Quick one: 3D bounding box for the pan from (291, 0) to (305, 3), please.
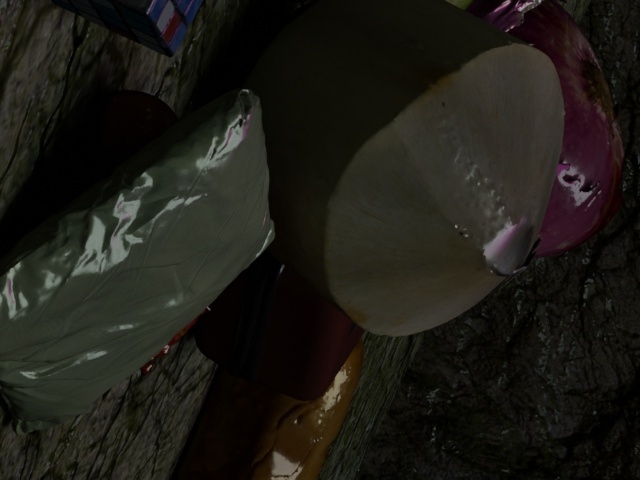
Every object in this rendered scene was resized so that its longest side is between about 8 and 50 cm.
[{"bbox_3d":[0.005,-0.304,1.639,0.202,0.048,0.128,-66,171,18],"label":"pan"}]

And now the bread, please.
[{"bbox_3d":[-0.065,0.245,2.286,0.344,0.149,0.195,-67,168,12],"label":"bread"}]

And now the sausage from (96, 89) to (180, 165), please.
[{"bbox_3d":[-0.135,-0.083,1.445,0.094,0.059,0.054,26,70,-76],"label":"sausage"}]

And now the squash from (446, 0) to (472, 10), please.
[{"bbox_3d":[0.121,-0.323,1.910,0.288,0.111,0.203,-49,161,-18],"label":"squash"}]

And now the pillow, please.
[{"bbox_3d":[-0.142,0.027,1.462,0.274,0.076,0.280,-39,162,-14],"label":"pillow"}]

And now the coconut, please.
[{"bbox_3d":[0.072,-0.073,1.722,0.323,0.323,0.323,-61,169,-21],"label":"coconut"}]

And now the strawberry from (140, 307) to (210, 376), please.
[{"bbox_3d":[-0.137,0.018,1.657,0.188,0.082,0.121,-56,150,6],"label":"strawberry"}]

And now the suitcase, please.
[{"bbox_3d":[0.000,0.000,2.015,0.297,0.161,0.236,-57,168,-39],"label":"suitcase"}]

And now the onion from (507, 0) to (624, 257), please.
[{"bbox_3d":[0.215,-0.152,2.371,0.358,0.345,0.358,-5,97,-53],"label":"onion"}]

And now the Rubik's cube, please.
[{"bbox_3d":[-0.120,-0.183,1.200,0.092,0.092,0.092,-63,170,-8],"label":"Rubik's cube"}]

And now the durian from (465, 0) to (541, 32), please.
[{"bbox_3d":[0.137,-0.276,2.142,0.341,0.191,0.112,-45,124,-9],"label":"durian"}]
